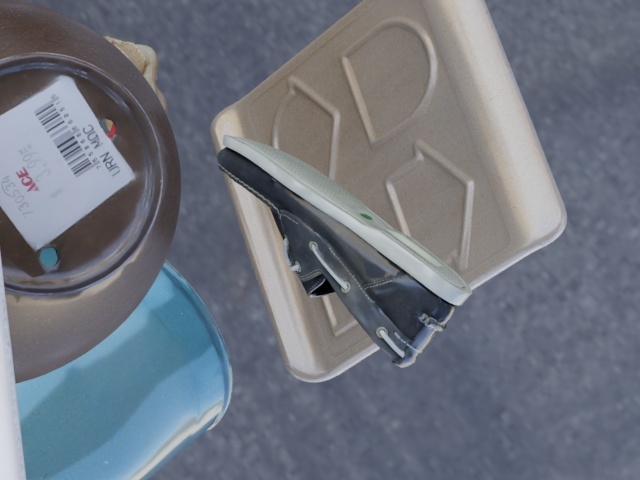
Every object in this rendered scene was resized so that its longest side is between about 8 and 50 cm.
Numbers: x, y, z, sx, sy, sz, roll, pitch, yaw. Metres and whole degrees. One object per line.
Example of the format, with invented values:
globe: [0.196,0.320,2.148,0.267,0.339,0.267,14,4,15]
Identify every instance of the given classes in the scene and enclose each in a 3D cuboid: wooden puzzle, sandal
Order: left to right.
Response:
sandal: [-0.214,-0.176,1.907,0.088,0.240,0.079,-36,119,2]
wooden puzzle: [0.068,-0.068,1.880,0.348,0.322,0.080,-33,156,33]

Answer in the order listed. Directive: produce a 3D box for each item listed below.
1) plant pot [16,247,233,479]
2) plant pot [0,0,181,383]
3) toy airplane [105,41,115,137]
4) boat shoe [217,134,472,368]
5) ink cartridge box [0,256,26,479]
plant pot: [-0.268,0.156,1.814,0.255,0.272,0.271,-45,142,-38]
plant pot: [-0.154,-0.029,0.925,0.215,0.230,0.215,0,89,-18]
toy airplane: [-0.146,-0.060,1.221,0.028,0.151,0.151,15,114,-33]
boat shoe: [0.000,0.000,1.344,0.084,0.233,0.079,12,114,-57]
ink cartridge box: [-0.236,0.077,0.659,0.261,0.296,0.066,-5,150,-11]
